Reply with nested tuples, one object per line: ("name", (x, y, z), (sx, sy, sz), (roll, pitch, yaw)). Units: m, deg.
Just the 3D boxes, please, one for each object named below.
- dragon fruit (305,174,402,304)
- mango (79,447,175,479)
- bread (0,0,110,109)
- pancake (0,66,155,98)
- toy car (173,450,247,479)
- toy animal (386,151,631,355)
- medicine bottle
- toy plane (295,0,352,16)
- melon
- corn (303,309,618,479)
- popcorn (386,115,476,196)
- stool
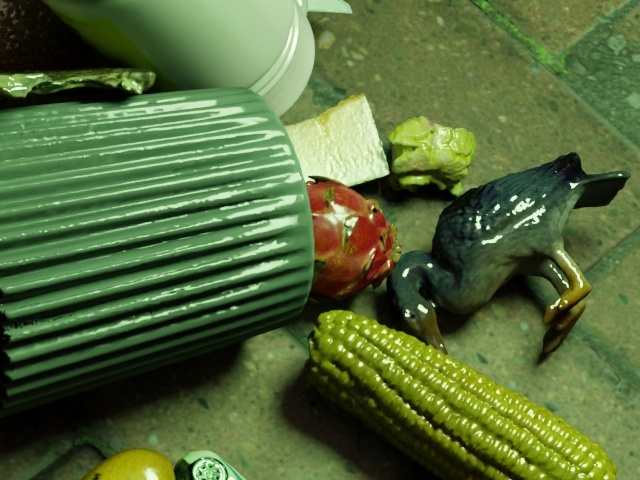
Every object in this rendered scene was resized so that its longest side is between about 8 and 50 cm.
("dragon fruit", (0.000, 0.000, 2.029), (0.166, 0.136, 0.133), (29, 95, -22))
("mango", (-0.178, 0.320, 1.800), (0.157, 0.109, 0.262), (-4, 53, -3))
("bread", (-0.358, -0.271, 2.111), (0.306, 0.158, 0.305), (5, 58, -8))
("pancake", (-0.301, -0.149, 1.849), (0.286, 0.288, 0.033), (0, 95, -5))
("toy car", (-0.056, 0.290, 1.855), (0.076, 0.090, 0.224), (-30, 68, -31))
("toy animal", (0.209, 0.013, 2.070), (0.185, 0.122, 0.298), (36, 75, 18))
("medicine bottle", (-0.150, -0.262, 1.995), (0.214, 0.379, 0.213), (-7, 69, 18))
("toy plane", (-0.064, -0.348, 2.260), (0.251, 0.101, 0.255), (-20, 63, -11))
("melon", (-0.019, -0.090, 2.120), (0.182, 0.054, 0.098), (-20, 90, -15))
("corn", (0.144, 0.186, 1.948), (0.363, 0.120, 0.120), (33, 57, 7))
("popcorn", (0.122, -0.095, 2.144), (0.097, 0.109, 0.089), (6, 85, 33))
("stool", (-0.205, -0.006, 1.903), (0.330, 0.297, 0.297), (-13, 61, -24))
